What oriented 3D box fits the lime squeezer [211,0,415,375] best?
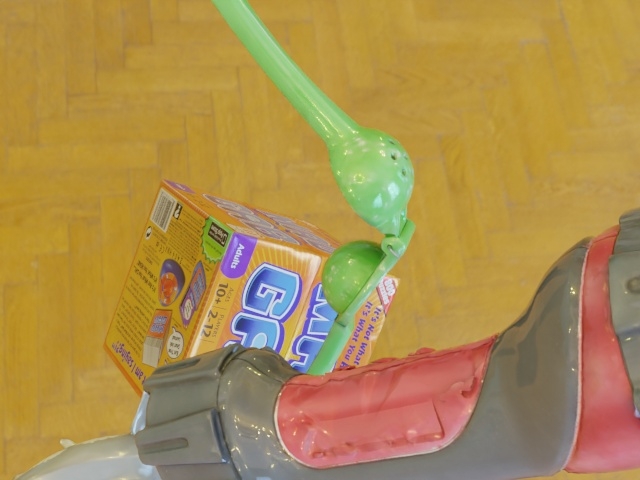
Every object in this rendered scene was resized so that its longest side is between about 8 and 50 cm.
[{"bbox_3d":[0.000,0.000,0.579,0.110,0.310,0.059,-5,27,1],"label":"lime squeezer"}]

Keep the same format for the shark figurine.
[{"bbox_3d":[-0.233,0.259,1.036,0.278,0.166,0.116,-12,44,-33],"label":"shark figurine"}]

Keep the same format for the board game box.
[{"bbox_3d":[-0.140,0.138,1.893,0.356,0.356,0.356,16,99,-32],"label":"board game box"}]

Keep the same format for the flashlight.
[{"bbox_3d":[0.046,0.062,0.442,0.103,0.304,0.103,29,55,-47],"label":"flashlight"}]
